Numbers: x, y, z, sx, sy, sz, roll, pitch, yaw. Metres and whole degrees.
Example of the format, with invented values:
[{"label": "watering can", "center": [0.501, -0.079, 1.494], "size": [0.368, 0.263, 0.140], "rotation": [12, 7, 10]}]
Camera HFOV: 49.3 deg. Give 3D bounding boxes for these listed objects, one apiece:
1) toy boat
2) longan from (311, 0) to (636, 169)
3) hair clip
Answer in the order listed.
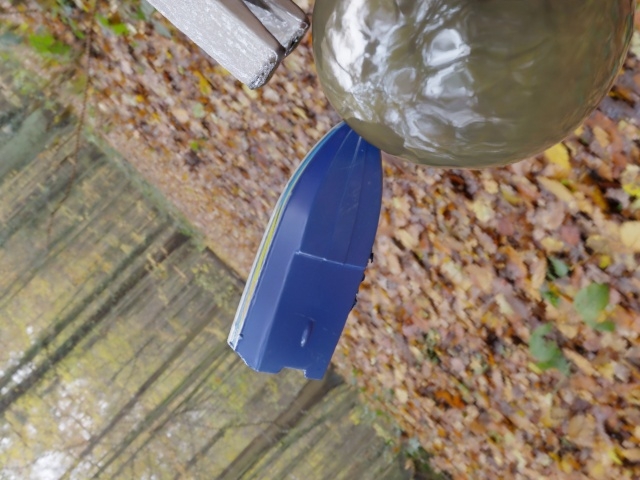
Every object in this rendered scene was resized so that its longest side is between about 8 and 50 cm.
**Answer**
[{"label": "toy boat", "center": [0.000, 0.000, 0.773], "size": [0.129, 0.295, 0.088], "rotation": [14, -170, -31]}, {"label": "longan", "center": [0.133, -0.198, 0.633], "size": [0.297, 0.297, 0.297], "rotation": [44, 172, 8]}, {"label": "hair clip", "center": [-0.161, -0.291, 0.705], "size": [0.331, 0.101, 0.085], "rotation": [38, 144, -12]}]
